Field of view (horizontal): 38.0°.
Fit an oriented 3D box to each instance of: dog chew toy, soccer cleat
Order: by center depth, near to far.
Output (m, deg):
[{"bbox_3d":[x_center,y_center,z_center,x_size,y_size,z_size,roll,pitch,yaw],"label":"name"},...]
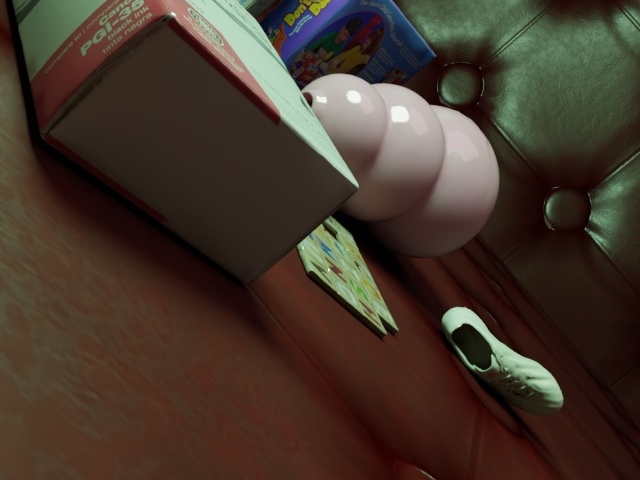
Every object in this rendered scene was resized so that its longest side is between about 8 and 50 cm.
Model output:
[{"bbox_3d":[0.229,0.163,1.184,0.196,0.068,0.076,41,17,-4],"label":"soccer cleat"},{"bbox_3d":[0.084,-0.103,1.188,0.332,0.206,0.207,25,26,-45],"label":"dog chew toy"}]

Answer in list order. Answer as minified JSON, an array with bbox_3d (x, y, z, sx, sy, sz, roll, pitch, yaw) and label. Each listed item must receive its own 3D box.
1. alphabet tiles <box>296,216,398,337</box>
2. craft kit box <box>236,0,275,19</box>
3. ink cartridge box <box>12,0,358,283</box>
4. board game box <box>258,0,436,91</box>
[{"bbox_3d":[0.000,0.000,0.979,0.198,0.009,0.237,42,13,-32],"label":"alphabet tiles"},{"bbox_3d":[-0.073,-0.353,1.244,0.061,0.246,0.250,45,12,-8],"label":"craft kit box"},{"bbox_3d":[-0.115,-0.133,0.704,0.207,0.117,0.283,39,16,-41],"label":"ink cartridge box"},{"bbox_3d":[0.034,-0.304,1.512,0.078,0.233,0.347,54,12,20],"label":"board game box"}]
